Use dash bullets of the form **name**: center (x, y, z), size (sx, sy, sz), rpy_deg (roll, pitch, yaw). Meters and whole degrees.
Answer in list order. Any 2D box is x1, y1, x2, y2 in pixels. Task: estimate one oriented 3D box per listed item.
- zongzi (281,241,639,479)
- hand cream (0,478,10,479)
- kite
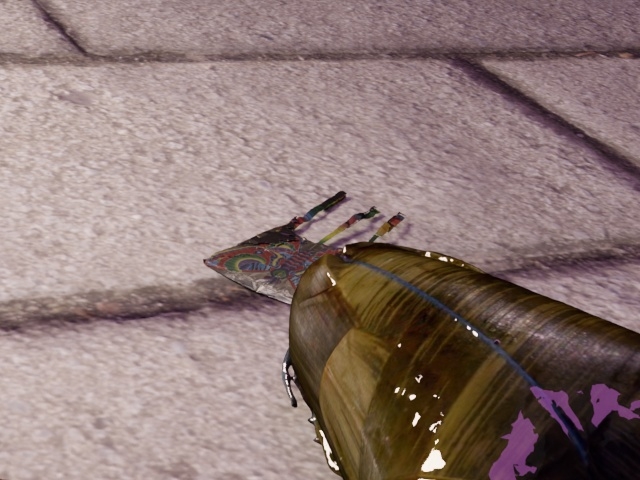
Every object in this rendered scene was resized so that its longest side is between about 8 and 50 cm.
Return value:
- **zongzi**: center (0.044, 0.171, 0.942), size (0.403, 0.208, 0.432), rpy_deg (24, 41, 37)
- **hand cream**: center (-0.194, 0.225, 0.717), size (0.125, 0.193, 0.193), rpy_deg (8, 26, 2)
- **kite**: center (0.000, 0.000, 1.436), size (0.152, 0.015, 0.285), rpy_deg (21, 28, 20)
